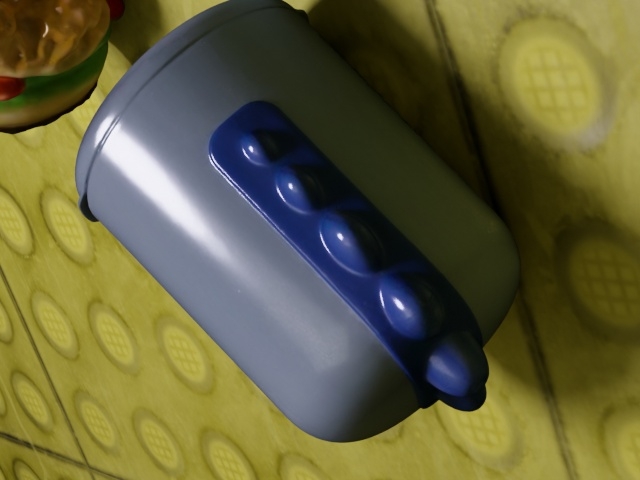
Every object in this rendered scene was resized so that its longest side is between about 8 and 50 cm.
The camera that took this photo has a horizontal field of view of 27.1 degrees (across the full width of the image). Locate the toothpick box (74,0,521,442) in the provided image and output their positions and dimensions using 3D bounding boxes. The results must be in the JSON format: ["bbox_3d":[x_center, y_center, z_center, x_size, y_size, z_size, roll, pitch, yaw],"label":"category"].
[{"bbox_3d":[0.000,0.000,1.033,0.354,0.263,0.263,46,145,15],"label":"toothpick box"}]

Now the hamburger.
[{"bbox_3d":[-0.304,-0.231,1.268,0.237,0.237,0.149,47,146,15],"label":"hamburger"}]
